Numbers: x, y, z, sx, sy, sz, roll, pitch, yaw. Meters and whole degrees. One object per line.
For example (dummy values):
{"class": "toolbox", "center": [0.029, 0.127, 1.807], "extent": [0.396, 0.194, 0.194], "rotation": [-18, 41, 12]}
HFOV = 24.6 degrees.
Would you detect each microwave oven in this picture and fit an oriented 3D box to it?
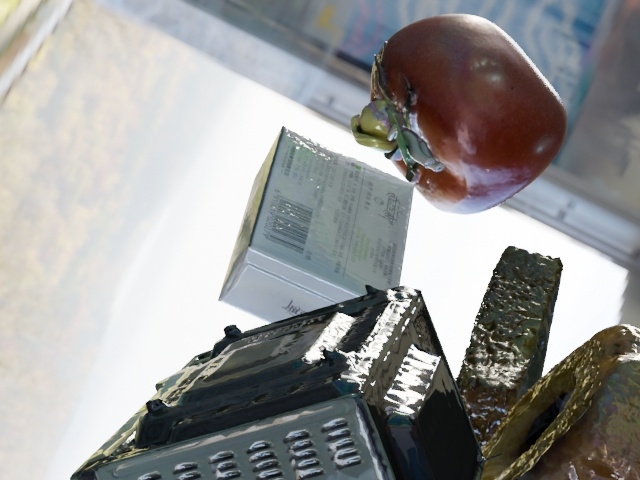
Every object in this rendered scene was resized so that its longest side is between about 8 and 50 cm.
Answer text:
{"class": "microwave oven", "center": [-0.020, 0.187, 1.284], "extent": [0.286, 0.219, 0.355], "rotation": [-19, -173, 16]}

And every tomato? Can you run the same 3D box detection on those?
{"class": "tomato", "center": [0.237, -0.217, 2.397], "extent": [0.272, 0.341, 0.341], "rotation": [-31, 173, -18]}

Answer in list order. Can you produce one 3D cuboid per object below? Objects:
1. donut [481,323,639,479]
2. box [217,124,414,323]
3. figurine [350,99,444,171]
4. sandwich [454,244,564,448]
{"class": "donut", "center": [0.276, 0.234, 1.534], "extent": [0.317, 0.150, 0.299], "rotation": [-51, -176, 0]}
{"class": "box", "center": [0.000, 0.000, 1.819], "extent": [0.111, 0.194, 0.260], "rotation": [-59, -170, 36]}
{"class": "figurine", "center": [0.113, -0.153, 2.233], "extent": [0.083, 0.187, 0.083], "rotation": [-25, 137, -26]}
{"class": "sandwich", "center": [0.235, 0.200, 1.934], "extent": [0.301, 0.099, 0.271], "rotation": [-61, 156, -49]}
